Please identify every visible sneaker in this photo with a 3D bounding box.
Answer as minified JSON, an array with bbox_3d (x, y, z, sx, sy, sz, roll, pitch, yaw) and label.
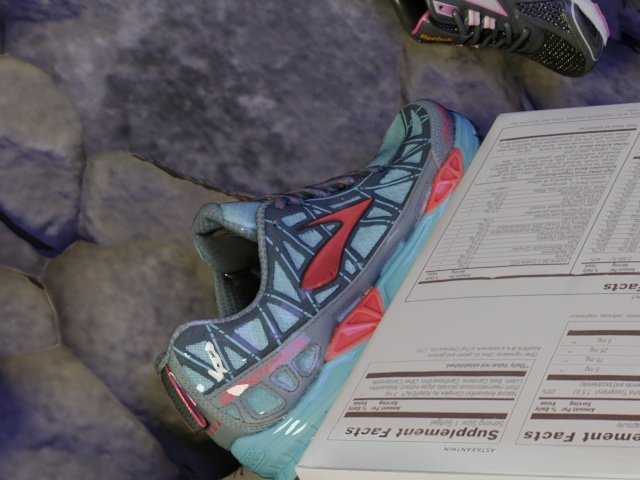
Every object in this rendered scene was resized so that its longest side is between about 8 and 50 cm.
[{"bbox_3d":[0.000,0.000,0.959,0.125,0.104,0.262,32,49,-4],"label":"sneaker"},{"bbox_3d":[0.089,-0.145,1.143,0.178,0.072,0.077,29,61,1],"label":"sneaker"}]

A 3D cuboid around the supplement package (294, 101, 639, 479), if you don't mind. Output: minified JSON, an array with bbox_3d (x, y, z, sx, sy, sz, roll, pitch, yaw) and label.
[{"bbox_3d":[0.155,0.086,0.875,0.263,0.198,0.199,-58,134,-41],"label":"supplement package"}]
